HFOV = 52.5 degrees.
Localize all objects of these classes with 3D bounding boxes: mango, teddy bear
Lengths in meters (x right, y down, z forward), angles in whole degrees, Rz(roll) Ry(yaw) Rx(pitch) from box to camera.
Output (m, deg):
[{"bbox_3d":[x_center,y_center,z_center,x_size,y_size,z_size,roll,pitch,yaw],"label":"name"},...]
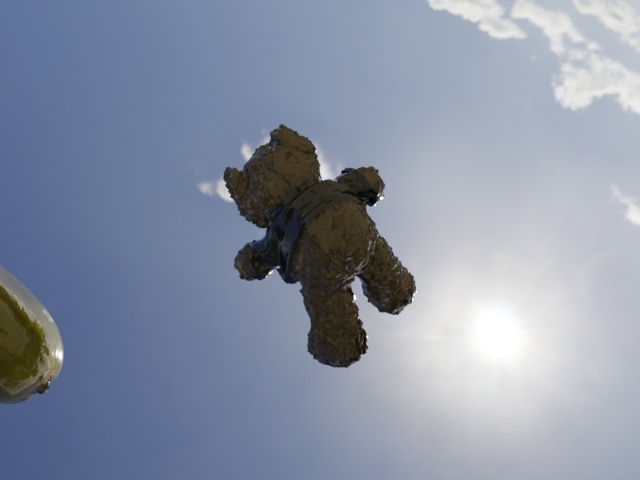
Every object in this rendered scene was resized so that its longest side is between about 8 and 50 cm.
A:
[{"bbox_3d":[-0.265,0.044,0.458,0.191,0.085,0.122,49,169,-30],"label":"mango"},{"bbox_3d":[0.006,-0.001,0.675,0.182,0.129,0.251,-37,-90,-15],"label":"teddy bear"}]
